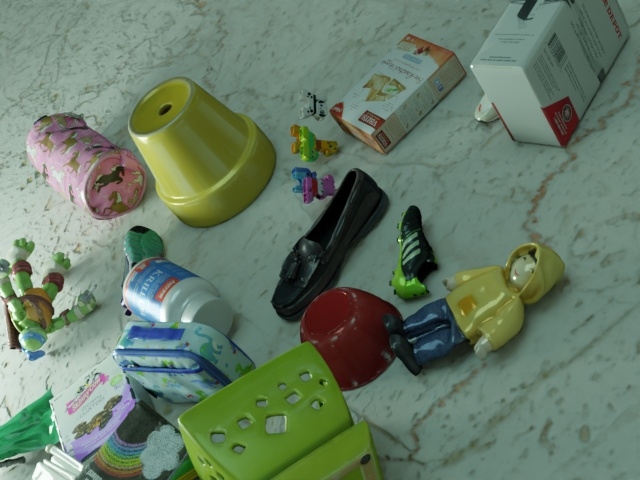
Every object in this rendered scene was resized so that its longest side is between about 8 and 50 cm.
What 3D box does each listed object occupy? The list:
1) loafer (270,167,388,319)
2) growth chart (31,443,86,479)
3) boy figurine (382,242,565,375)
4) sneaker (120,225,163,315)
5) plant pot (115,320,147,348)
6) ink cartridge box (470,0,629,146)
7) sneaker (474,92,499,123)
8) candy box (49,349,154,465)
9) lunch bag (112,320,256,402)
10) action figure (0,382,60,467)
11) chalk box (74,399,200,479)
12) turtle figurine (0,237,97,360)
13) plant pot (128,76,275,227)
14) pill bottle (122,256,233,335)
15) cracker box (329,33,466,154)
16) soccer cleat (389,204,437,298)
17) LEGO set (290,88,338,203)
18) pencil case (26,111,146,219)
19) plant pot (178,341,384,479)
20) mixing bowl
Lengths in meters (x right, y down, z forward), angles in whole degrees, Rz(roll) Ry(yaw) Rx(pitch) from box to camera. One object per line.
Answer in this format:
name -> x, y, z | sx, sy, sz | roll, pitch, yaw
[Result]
loafer -> 0.000, 0.000, 1.879 | 0.109, 0.095, 0.302 | 21, 68, 47
growth chart -> -0.470, 0.470, 1.800 | 0.172, 0.021, 0.237 | 27, 94, 45
boy figurine -> 0.242, 0.104, 1.603 | 0.285, 0.092, 0.177 | -30, 38, 16
sneaker -> -0.377, 0.056, 2.136 | 0.098, 0.083, 0.223 | -56, 20, 24
plant pot -> -0.322, 0.204, 1.948 | 0.083, 0.079, 0.083 | -21, 43, 21
ink cartridge box -> 0.398, -0.328, 1.799 | 0.114, 0.197, 0.272 | 14, 62, 44
sneaker -> 0.321, -0.290, 1.918 | 0.057, 0.075, 0.161 | 20, 67, 46
candy box -> -0.390, 0.319, 1.900 | 0.165, 0.070, 0.196 | -38, 40, 2
lunch bag -> -0.238, 0.208, 1.805 | 0.219, 0.176, 0.090 | -2, 52, 35
action figure -> -0.585, 0.383, 1.997 | 0.232, 0.063, 0.137 | -30, 42, 5
chalk box -> -0.277, 0.433, 1.627 | 0.180, 0.179, 0.289 | 24, 71, 46
turtle figurine -> -0.564, 0.081, 2.167 | 0.198, 0.274, 0.266 | -6, 34, -13
plant pot -> -0.258, -0.195, 2.149 | 0.254, 0.239, 0.254 | -20, 44, 21
pill bottle -> -0.261, 0.116, 1.949 | 0.221, 0.124, 0.124 | 21, 68, 47
cracker box -> 0.149, -0.289, 2.057 | 0.232, 0.067, 0.156 | -46, 39, -7
soccer cleat -> 0.164, 0.019, 1.772 | 0.072, 0.060, 0.178 | -4, 57, 23
LEGO set -> -0.002, -0.170, 2.048 | 0.087, 0.093, 0.227 | 145, 126, -64
pencil case -> -0.541, -0.177, 2.417 | 0.160, 0.167, 0.386 | -19, 31, -28
plant pot -> -0.036, 0.320, 1.486 | 0.228, 0.227, 0.207 | -30, 44, -17
mixing bowl -> 0.034, 0.143, 1.718 | 0.181, 0.098, 0.181 | -22, 42, 21
